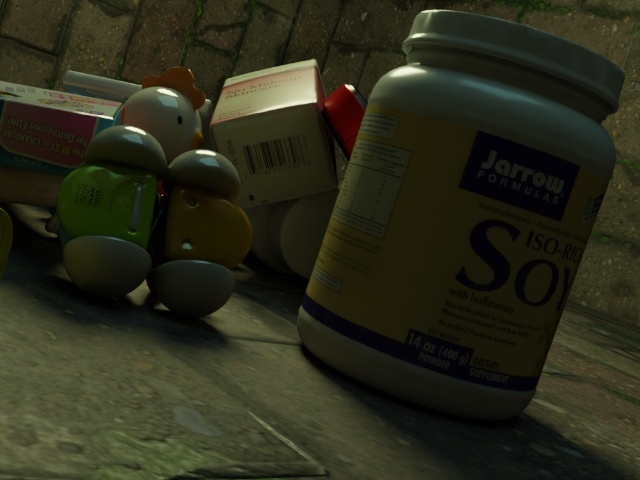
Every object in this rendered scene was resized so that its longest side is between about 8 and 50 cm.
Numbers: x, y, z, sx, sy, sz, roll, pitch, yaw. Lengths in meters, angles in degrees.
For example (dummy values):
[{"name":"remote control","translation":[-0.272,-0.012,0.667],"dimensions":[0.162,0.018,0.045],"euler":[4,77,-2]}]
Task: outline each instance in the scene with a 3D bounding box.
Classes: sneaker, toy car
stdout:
[{"name":"sneaker","translation":[-0.276,-0.013,0.964],"dimensions":[0.044,0.040,0.109],"euler":[35,9,2]},{"name":"toy car","translation":[-0.163,-0.007,0.789],"dimensions":[0.182,0.159,0.136],"euler":[15,-29,-25]},{"name":"toy car","translation":[-0.204,-0.113,1.115],"dimensions":[0.210,0.238,0.219],"euler":[20,6,21]}]

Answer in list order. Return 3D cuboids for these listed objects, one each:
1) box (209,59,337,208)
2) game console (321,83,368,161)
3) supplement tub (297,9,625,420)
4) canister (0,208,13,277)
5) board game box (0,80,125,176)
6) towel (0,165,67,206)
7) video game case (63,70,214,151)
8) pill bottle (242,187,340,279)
[{"name":"box","translation":[-0.061,-0.156,1.185],"dimensions":[0.149,0.126,0.232],"euler":[-12,25,5]},{"name":"game console","translation":[0.126,-0.026,1.138],"dimensions":[0.386,0.060,0.342],"euler":[59,7,-1]},{"name":"supplement tub","translation":[0.134,-0.024,0.802],"dimensions":[0.241,0.331,0.241],"euler":[18,5,-2]},{"name":"canister","translation":[-0.320,-0.016,0.572],"dimensions":[0.170,0.073,0.126],"euler":[18,4,17]},{"name":"board game box","translation":[-0.374,-0.135,0.883],"dimensions":[0.317,0.064,0.242],"euler":[9,11,-12]},{"name":"towel","translation":[-0.441,-0.096,0.924],"dimensions":[0.332,0.053,0.317],"euler":[3,13,-33]},{"name":"video game case","translation":[-0.261,-0.165,1.255],"dimensions":[0.212,0.023,0.193],"euler":[13,-28,3]},{"name":"pill bottle","translation":[-0.059,-0.040,1.289],"dimensions":[0.160,0.160,0.283],"euler":[15,5,-30]}]
